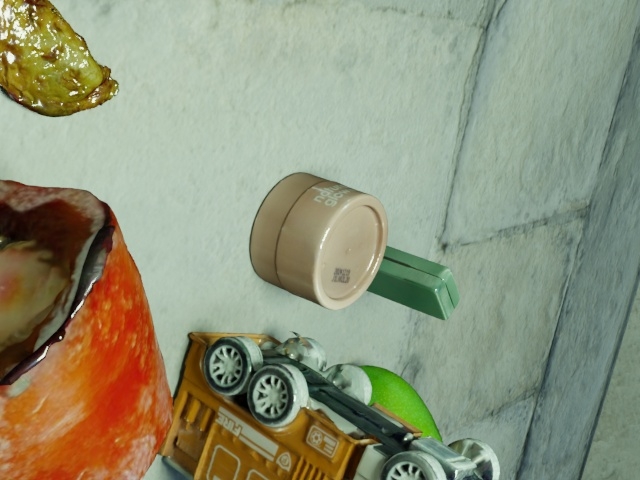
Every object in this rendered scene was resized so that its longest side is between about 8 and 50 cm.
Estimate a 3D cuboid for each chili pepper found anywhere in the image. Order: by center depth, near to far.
[{"bbox_3d":[-0.243,0.128,0.811,0.305,0.229,0.251,74,32,-42],"label":"chili pepper"}]

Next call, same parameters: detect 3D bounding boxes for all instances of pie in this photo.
[{"bbox_3d":[-0.239,-0.158,0.828,0.088,0.033,0.191,-54,144,-15],"label":"pie"}]

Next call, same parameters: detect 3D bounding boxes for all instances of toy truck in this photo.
[{"bbox_3d":[0.005,0.259,1.095,0.173,0.388,0.206,10,105,-56],"label":"toy truck"}]

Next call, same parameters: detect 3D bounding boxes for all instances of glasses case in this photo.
[{"bbox_3d":[0.091,0.043,1.267,0.039,0.184,0.077,-55,145,-22],"label":"glasses case"}]

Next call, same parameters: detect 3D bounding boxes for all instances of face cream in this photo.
[{"bbox_3d":[0.000,0.000,1.187,0.149,0.104,0.149,-31,131,-43],"label":"face cream"}]

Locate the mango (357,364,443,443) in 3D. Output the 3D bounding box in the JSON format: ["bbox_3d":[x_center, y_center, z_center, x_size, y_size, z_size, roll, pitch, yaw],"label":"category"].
[{"bbox_3d":[0.079,0.374,1.418,0.201,0.225,0.381,-1,90,-38],"label":"mango"}]
